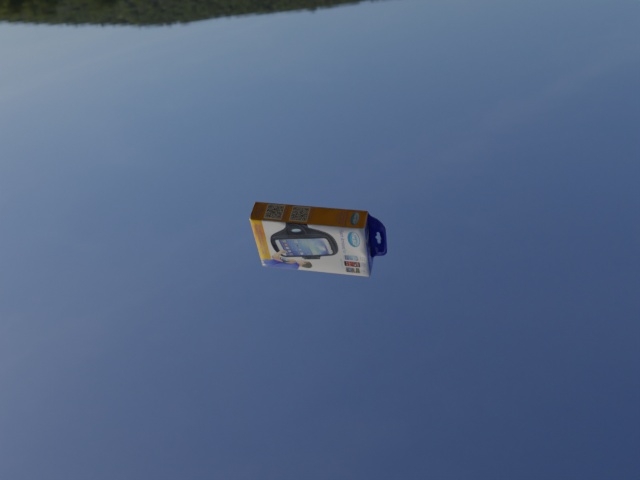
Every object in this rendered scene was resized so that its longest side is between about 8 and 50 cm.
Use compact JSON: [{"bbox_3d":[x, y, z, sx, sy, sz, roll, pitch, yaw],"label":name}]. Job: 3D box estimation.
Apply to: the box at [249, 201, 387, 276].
[{"bbox_3d":[0.000,0.000,0.884,0.136,0.081,0.028,6,-128,14],"label":"box"}]
